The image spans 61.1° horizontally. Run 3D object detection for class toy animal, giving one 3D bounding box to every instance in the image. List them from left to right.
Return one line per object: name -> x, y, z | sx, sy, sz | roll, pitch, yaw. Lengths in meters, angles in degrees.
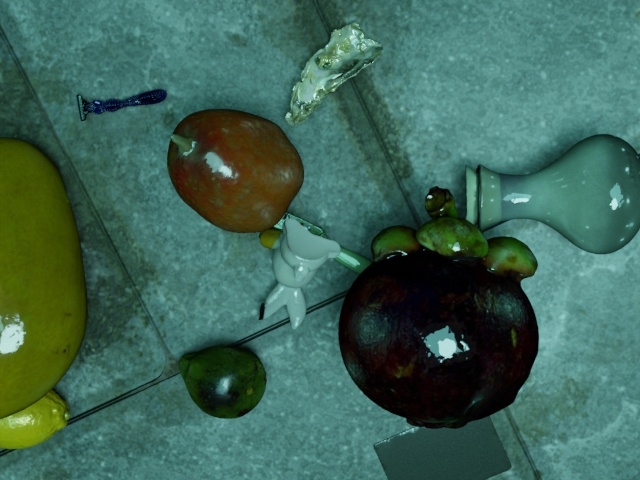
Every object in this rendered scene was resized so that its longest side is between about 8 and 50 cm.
toy animal -> -0.058, 0.050, 0.895 | 0.131, 0.181, 0.127 | 24, 55, -3

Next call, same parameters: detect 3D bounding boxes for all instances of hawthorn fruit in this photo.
hawthorn fruit -> -0.143, -0.111, 0.805 | 0.200, 0.251, 0.199 | -3, 83, 23

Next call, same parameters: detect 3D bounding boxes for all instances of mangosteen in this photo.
mangosteen -> 0.169, 0.119, 0.799 | 0.311, 0.311, 0.311 | 0, 96, 2

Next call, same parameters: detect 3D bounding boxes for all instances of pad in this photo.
pad -> 0.217, 0.385, 0.965 | 0.212, 0.003, 0.142 | -24, 94, 5

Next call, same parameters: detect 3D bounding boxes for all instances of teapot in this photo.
teapot -> 0.353, -0.069, 0.840 | 0.251, 0.183, 0.183 | -1, 96, 15

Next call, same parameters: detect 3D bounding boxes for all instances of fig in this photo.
fig -> -0.176, 0.233, 0.926 | 0.156, 0.123, 0.123 | 14, 98, 39

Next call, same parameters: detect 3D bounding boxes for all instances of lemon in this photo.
lemon -> -0.513, 0.300, 0.932 | 0.155, 0.114, 0.114 | 9, 96, -10

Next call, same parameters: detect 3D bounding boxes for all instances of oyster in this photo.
oyster -> 0.013, -0.276, 0.892 | 0.200, 0.061, 0.106 | -28, 76, 2

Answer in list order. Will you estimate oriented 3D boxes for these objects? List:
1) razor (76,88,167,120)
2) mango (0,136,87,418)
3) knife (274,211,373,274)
razor -> -0.330, -0.234, 0.912 | 0.155, 0.028, 0.044 | -9, 95, 4
mango -> -0.519, 0.053, 0.847 | 0.300, 0.232, 0.445 | -1, 82, 3
knife -> 0.000, 0.000, 0.927 | 0.293, 0.020, 0.043 | 28, 98, 0
